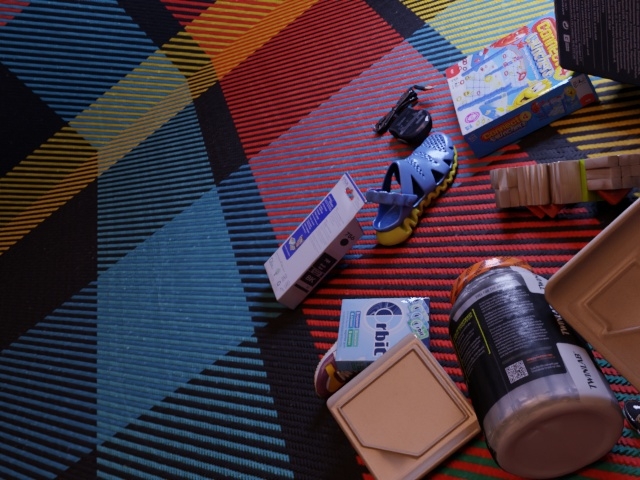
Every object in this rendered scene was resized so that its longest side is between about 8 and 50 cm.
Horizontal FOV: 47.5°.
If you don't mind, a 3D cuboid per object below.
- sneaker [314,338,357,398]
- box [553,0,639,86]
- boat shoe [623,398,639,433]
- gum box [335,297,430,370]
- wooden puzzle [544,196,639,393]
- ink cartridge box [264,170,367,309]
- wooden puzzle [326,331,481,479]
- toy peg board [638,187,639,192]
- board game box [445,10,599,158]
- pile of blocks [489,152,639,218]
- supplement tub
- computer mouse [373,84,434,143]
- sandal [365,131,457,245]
[{"bbox_3d":[0.060,0.252,1.517,0.084,0.069,0.185,12,63,50],"label":"sneaker"},{"bbox_3d":[0.711,-0.454,1.431,0.294,0.211,0.395,-26,31,-16],"label":"box"},{"bbox_3d":[0.497,0.280,1.091,0.046,0.038,0.125,-36,36,10],"label":"boat shoe"},{"bbox_3d":[0.130,0.190,1.479,0.185,0.041,0.156,-3,46,12],"label":"gum box"},{"bbox_3d":[0.569,0.096,1.082,0.322,0.080,0.348,-43,68,4],"label":"wooden puzzle"},{"bbox_3d":[0.000,0.000,1.788,0.332,0.065,0.165,-48,33,16],"label":"ink cartridge box"},{"bbox_3d":[0.153,0.320,1.340,0.221,0.044,0.238,-40,53,4],"label":"wooden puzzle"},{"bbox_3d":[0.685,-0.164,1.341,0.161,0.079,0.160,8,59,48],"label":"toy peg board"},{"bbox_3d":[0.475,-0.382,1.765,0.302,0.086,0.308,-27,38,21],"label":"board game box"},{"bbox_3d":[0.498,-0.103,1.459,0.362,0.149,0.112,0,95,55],"label":"pile of blocks"},{"bbox_3d":[0.333,0.195,1.193,0.207,0.207,0.338,-31,37,17],"label":"supplement tub"},{"bbox_3d":[0.261,-0.337,1.954,0.184,0.060,0.262,-50,24,-3],"label":"computer mouse"},{"bbox_3d":[0.213,-0.144,1.728,0.126,0.138,0.317,8,57,50],"label":"sandal"}]
